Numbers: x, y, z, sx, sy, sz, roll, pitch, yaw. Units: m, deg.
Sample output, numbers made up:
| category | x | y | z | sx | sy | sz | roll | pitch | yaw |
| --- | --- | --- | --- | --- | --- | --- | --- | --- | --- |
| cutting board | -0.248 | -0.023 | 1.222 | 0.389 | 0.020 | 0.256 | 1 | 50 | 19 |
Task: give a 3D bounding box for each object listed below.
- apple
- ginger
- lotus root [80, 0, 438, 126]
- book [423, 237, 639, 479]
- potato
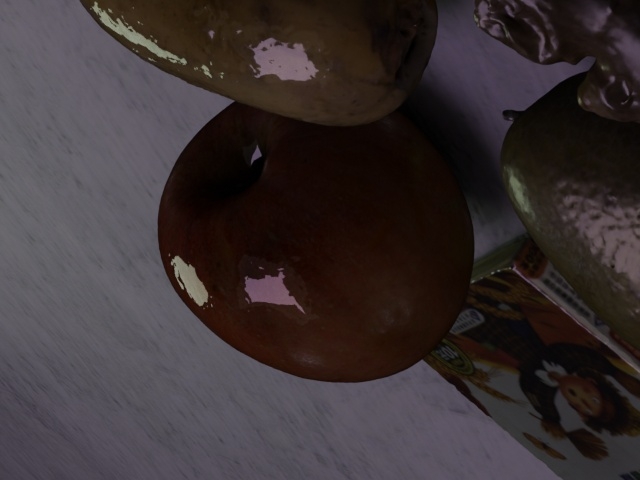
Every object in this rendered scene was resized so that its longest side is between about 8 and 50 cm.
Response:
| category | x | y | z | sx | sy | sz | roll | pitch | yaw |
| --- | --- | --- | --- | --- | --- | --- | --- | --- | --- |
| apple | 0.000 | 0.000 | 1.579 | 0.253 | 0.253 | 0.253 | 31 | 157 | 15 |
| ginger | 0.185 | -0.145 | 1.147 | 0.333 | 0.166 | 0.080 | 47 | -165 | -7 |
| lotus root | -0.070 | -0.181 | 1.414 | 0.343 | 0.169 | 0.151 | 22 | 112 | 30 |
| book | 0.273 | 0.173 | 1.758 | 0.428 | 0.039 | 0.300 | 40 | 157 | -7 |
| potato | 0.226 | -0.020 | 1.291 | 0.251 | 0.174 | 0.159 | 35 | -176 | 9 |
